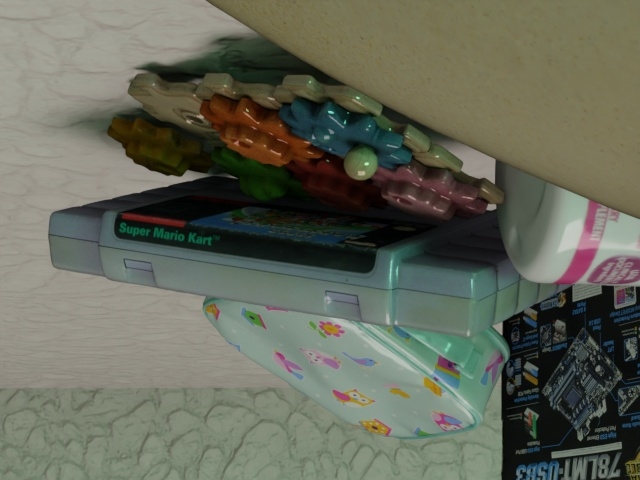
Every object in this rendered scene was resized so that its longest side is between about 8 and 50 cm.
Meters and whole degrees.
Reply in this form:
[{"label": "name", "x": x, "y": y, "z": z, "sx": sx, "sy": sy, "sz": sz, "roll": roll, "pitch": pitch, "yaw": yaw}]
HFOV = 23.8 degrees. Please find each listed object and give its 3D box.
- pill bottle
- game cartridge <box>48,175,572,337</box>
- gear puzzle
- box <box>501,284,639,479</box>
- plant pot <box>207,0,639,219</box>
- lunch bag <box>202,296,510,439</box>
[{"label": "pill bottle", "x": 0.269, "y": -0.047, "z": 0.983, "sx": 0.283, "sy": 0.160, "sz": 0.160, "roll": 2, "pitch": 167, "yaw": -9}, {"label": "game cartridge", "x": 0.000, "y": 0.000, "z": 1.138, "sx": 0.355, "sy": 0.068, "sz": 0.230, "roll": 8, "pitch": -171, "yaw": 30}, {"label": "gear puzzle", "x": -0.048, "y": -0.059, "z": 1.059, "sx": 0.339, "sy": 0.044, "sz": 0.175, "roll": 7, "pitch": 162, "yaw": 48}, {"label": "box", "x": 0.262, "y": 0.112, "z": 1.390, "sx": 0.073, "sy": 0.293, "sz": 0.295, "roll": 5, "pitch": 166, "yaw": -22}, {"label": "plant pot", "x": 0.082, "y": -0.128, "z": 0.512, "sx": 0.274, "sy": 0.256, "sz": 0.256, "roll": 12, "pitch": 174, "yaw": 30}, {"label": "lunch bag", "x": 0.043, "y": 0.088, "z": 1.500, "sx": 0.279, "sy": 0.108, "sz": 0.224, "roll": 35, "pitch": 151, "yaw": -18}]
